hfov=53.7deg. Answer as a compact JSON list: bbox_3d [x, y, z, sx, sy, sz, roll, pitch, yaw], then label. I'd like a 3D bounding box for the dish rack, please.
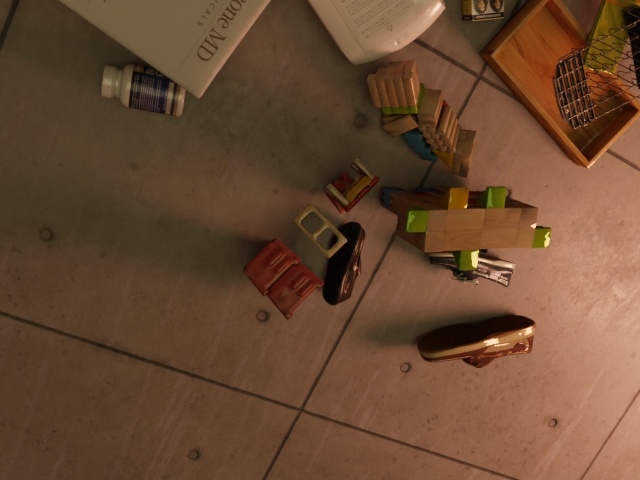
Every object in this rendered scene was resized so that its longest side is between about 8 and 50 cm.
[{"bbox_3d":[0.668,-0.396,1.485,0.271,0.074,0.208,-28,119,1],"label":"dish rack"}]

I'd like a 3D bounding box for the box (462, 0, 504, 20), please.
[{"bbox_3d":[0.371,-0.625,1.440,0.087,0.058,0.232,-8,110,-9],"label":"box"}]

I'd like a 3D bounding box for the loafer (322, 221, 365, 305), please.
[{"bbox_3d":[0.066,0.057,1.607,0.078,0.080,0.220,3,110,-48],"label":"loafer"}]

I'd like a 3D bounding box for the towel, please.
[{"bbox_3d":[0.693,-0.515,1.479,0.102,0.021,0.237,7,113,-14],"label":"towel"}]

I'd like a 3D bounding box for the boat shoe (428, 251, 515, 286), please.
[{"bbox_3d":[0.397,0.075,1.671,0.254,0.095,0.079,8,95,-24],"label":"boat shoe"}]

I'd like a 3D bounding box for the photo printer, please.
[{"bbox_3d":[0.100,-0.547,1.343,0.256,0.107,0.307,-28,114,24],"label":"photo printer"}]

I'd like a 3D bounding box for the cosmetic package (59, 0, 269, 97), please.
[{"bbox_3d":[-0.267,-0.549,1.132,0.393,0.327,0.329,34,122,-20],"label":"cosmetic package"}]

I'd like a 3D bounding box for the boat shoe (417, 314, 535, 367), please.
[{"bbox_3d":[0.434,0.300,1.742,0.341,0.123,0.123,-11,109,-15],"label":"boat shoe"}]

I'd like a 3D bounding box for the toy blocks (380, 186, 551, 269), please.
[{"bbox_3d":[0.320,-0.061,1.529,0.381,0.261,0.191,-2,107,-19],"label":"toy blocks"}]

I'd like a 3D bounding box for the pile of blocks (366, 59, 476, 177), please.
[{"bbox_3d":[0.248,-0.299,1.515,0.362,0.149,0.113,43,52,-31],"label":"pile of blocks"}]

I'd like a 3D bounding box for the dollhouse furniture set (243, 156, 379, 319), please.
[{"bbox_3d":[0.000,0.000,1.487,0.374,0.201,0.152,-44,90,-3],"label":"dollhouse furniture set"}]

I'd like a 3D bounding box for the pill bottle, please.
[{"bbox_3d":[-0.377,-0.326,1.356,0.169,0.094,0.094,8,107,-15],"label":"pill bottle"}]

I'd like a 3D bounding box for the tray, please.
[{"bbox_3d":[0.601,-0.391,1.565,0.411,0.076,0.203,40,96,-22],"label":"tray"}]

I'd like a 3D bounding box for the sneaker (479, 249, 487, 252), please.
[{"bbox_3d":[0.478,-0.023,1.670,0.170,0.063,0.075,-28,112,3],"label":"sneaker"}]
